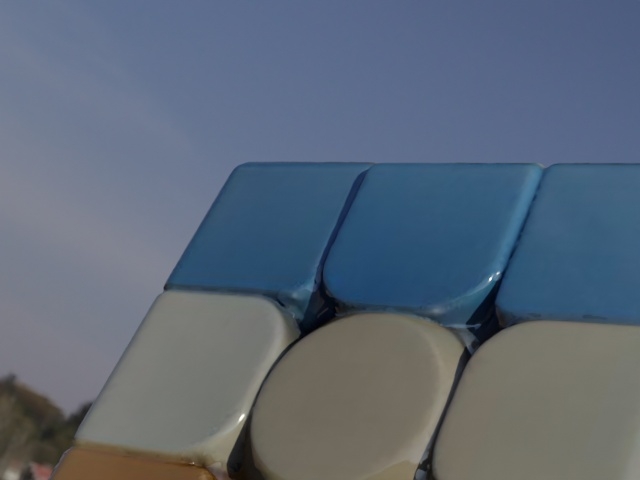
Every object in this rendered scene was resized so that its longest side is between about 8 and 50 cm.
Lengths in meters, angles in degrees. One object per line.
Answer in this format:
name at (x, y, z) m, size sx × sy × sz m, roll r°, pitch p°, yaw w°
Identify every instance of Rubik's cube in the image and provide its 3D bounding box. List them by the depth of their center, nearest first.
Rubik's cube at (0.083, 0.184, 0.789) m, size 0.344 × 0.347 × 0.346 m, roll 1°, pitch -39°, yaw 34°
